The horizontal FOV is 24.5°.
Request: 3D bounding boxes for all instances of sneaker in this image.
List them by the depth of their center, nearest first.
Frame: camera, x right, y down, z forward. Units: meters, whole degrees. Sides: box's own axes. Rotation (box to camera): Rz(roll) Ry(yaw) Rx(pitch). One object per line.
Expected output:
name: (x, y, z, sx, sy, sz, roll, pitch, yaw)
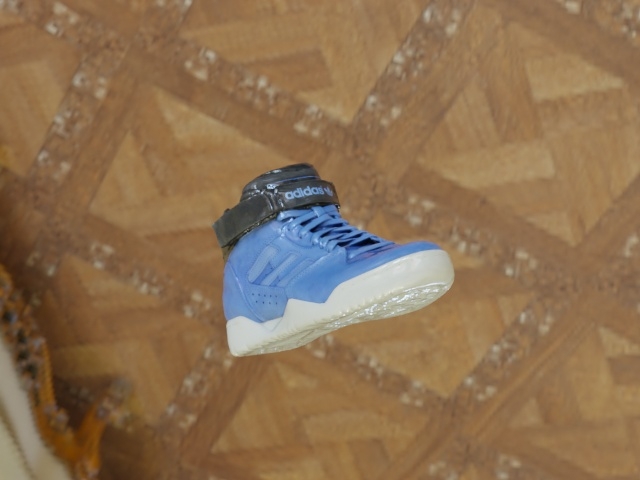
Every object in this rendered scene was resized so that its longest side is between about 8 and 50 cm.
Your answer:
sneaker: (-0.001, 0.000, 0.686, 0.058, 0.085, 0.152, -5, 169, -33)
